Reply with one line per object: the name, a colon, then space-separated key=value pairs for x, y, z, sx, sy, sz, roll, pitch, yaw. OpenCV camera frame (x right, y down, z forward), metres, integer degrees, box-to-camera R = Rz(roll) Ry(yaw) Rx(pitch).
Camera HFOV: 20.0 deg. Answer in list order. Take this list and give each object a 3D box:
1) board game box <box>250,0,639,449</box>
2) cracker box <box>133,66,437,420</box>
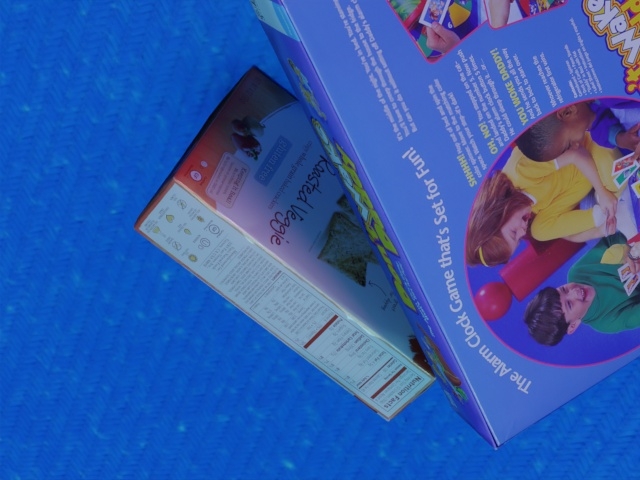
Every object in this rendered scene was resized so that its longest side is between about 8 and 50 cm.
board game box: x=0.129 y=-0.071 z=1.168 sx=0.233 sy=0.078 sz=0.347 roll=-31 pitch=116 yaw=-9
cracker box: x=0.000 y=0.000 z=1.311 sx=0.232 sy=0.155 sz=0.067 roll=38 pitch=130 yaw=-8
